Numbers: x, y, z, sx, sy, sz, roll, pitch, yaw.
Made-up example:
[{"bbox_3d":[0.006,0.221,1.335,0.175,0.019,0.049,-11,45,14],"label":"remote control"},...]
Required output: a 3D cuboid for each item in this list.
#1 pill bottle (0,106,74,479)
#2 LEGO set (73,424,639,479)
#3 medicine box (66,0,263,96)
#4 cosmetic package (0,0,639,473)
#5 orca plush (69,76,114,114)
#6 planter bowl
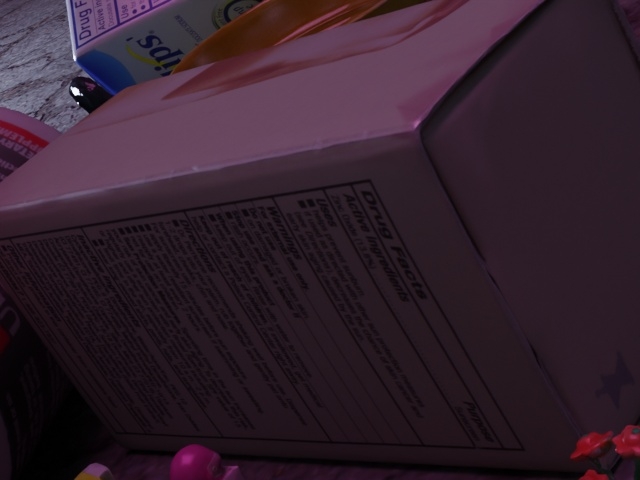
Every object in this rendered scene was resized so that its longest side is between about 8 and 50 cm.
[{"bbox_3d":[-0.220,0.065,0.699,0.176,0.176,0.318,-22,21,20],"label":"pill bottle"},{"bbox_3d":[0.027,0.087,0.407,0.287,0.107,0.132,-15,24,35],"label":"LEGO set"},{"bbox_3d":[-0.071,-0.278,1.189,0.289,0.149,0.263,-23,58,17],"label":"medicine box"},{"bbox_3d":[0.000,0.000,0.594,0.296,0.153,0.129,-5,32,47],"label":"cosmetic package"},{"bbox_3d":[-0.127,-0.035,0.935,0.287,0.151,0.102,8,73,56],"label":"orca plush"},{"bbox_3d":[0.008,-0.122,0.969,0.217,0.090,0.217,-25,20,10],"label":"planter bowl"}]
